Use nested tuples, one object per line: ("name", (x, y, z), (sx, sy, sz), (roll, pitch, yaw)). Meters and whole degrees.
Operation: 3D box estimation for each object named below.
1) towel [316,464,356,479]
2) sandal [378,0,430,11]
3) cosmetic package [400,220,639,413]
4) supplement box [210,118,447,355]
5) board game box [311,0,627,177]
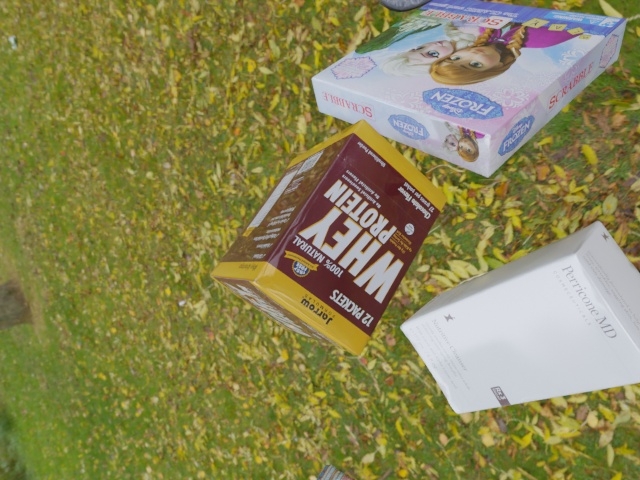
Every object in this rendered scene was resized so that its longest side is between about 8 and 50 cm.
("towel", (0.025, 0.606, 0.772), (0.272, 0.370, 0.040), (19, 136, 27))
("sandal", (0.155, -0.260, 0.353), (0.255, 0.054, 0.097), (-14, 110, 10))
("cosmetic package", (0.360, 0.155, 0.813), (0.217, 0.156, 0.385), (57, 140, 7))
("supplement box", (0.000, 0.000, 0.518), (0.129, 0.194, 0.191), (38, 162, -18))
("board game box", (0.207, -0.256, 0.681), (0.319, 0.318, 0.065), (33, 153, 38))
